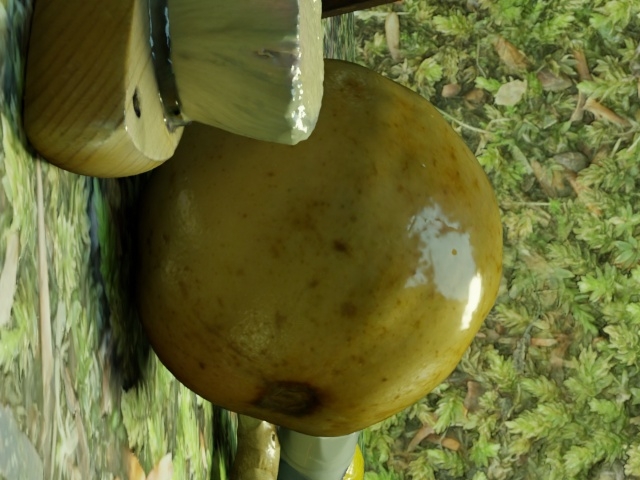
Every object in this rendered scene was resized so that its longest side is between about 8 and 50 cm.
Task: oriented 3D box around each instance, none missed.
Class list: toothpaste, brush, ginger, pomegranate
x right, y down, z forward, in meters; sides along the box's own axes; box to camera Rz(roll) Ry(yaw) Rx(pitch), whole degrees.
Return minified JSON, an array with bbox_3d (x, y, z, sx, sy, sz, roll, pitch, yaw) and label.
[{"bbox_3d":[-0.024,0.281,1.903,0.371,0.080,0.125,105,-10,-50],"label":"toothpaste"},{"bbox_3d":[-0.090,-0.122,1.179,0.267,0.166,0.174,-78,165,-60],"label":"brush"},{"bbox_3d":[-0.068,0.198,1.761,0.089,0.075,0.288,107,-14,-66],"label":"ginger"},{"bbox_3d":[-0.008,0.010,1.400,0.307,0.307,0.307,-2,90,-84],"label":"pomegranate"}]

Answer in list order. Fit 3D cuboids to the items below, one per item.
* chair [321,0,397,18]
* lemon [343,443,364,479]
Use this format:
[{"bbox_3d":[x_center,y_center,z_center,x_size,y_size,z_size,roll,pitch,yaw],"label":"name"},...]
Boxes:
[{"bbox_3d":[0.013,-0.353,1.857,0.240,0.416,0.203,7,78,-53],"label":"chair"},{"bbox_3d":[0.000,0.279,2.203,0.109,0.109,0.133,-75,155,-71],"label":"lemon"}]
